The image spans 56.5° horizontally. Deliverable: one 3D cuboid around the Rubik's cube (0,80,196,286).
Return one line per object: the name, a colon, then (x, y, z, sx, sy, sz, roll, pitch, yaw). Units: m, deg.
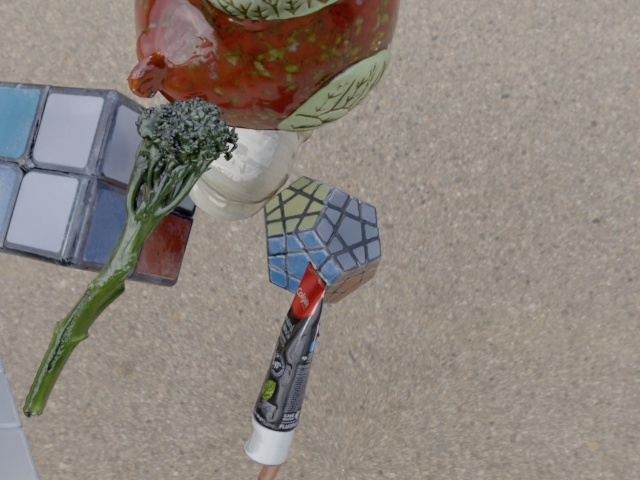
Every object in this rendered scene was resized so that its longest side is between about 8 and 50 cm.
Rubik's cube: (-0.448, -0.099, 1.153, 0.319, 0.313, 0.315, 12, 84, 23)

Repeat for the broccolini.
broccolini: (-0.111, 0.018, 0.328, 0.044, 0.042, 0.218, 42, 111, 28)

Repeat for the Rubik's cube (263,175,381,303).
Rubik's cube: (0.000, 0.000, 1.438, 0.319, 0.318, 0.264, 23, 32, 10)

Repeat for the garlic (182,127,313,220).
garlic: (-0.130, -0.170, 0.996, 0.203, 0.184, 0.281, 29, 100, -15)

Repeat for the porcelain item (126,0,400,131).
porcelain item: (-0.065, -0.187, 0.489, 0.253, 0.253, 0.252, -1, 69, 2)

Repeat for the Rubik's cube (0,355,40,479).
Rubik's cube: (-0.579, 0.293, 0.739, 0.291, 0.291, 0.290, -53, 52, 16)

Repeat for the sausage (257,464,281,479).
sausage: (-0.104, 0.485, 1.272, 0.034, 0.034, 0.083, 24, 40, 11)

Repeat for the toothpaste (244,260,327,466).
toothpaste: (-0.029, 0.118, 0.571, 0.045, 0.071, 0.193, 12, 103, -17)
